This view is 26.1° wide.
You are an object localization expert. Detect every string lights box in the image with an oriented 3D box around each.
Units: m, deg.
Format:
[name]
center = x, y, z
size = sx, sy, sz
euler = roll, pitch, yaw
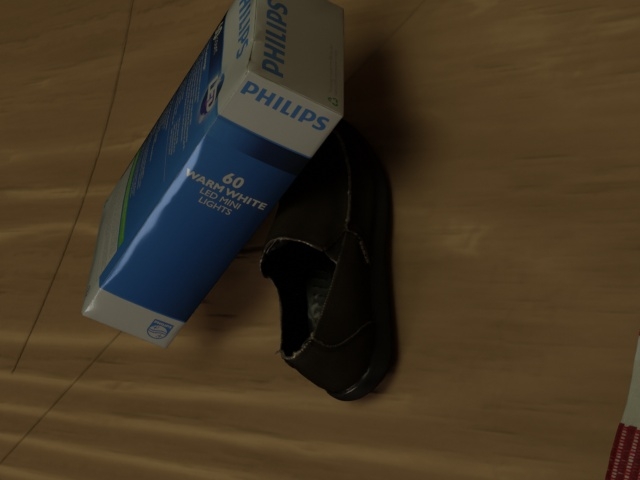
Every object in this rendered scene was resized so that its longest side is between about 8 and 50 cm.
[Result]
[string lights box]
center = -0.081, -0.056, 1.005
size = 0.259, 0.077, 0.133
euler = -51, 24, 36

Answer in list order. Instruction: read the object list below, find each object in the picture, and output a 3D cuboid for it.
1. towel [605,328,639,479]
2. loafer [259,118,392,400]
[towel]
center = 0.266, 0.071, 0.689
size = 0.237, 0.037, 0.329
euler = 9, 82, 46
[loafer]
center = 0.000, 0.000, 0.960
size = 0.080, 0.078, 0.220
euler = -32, 53, 34
